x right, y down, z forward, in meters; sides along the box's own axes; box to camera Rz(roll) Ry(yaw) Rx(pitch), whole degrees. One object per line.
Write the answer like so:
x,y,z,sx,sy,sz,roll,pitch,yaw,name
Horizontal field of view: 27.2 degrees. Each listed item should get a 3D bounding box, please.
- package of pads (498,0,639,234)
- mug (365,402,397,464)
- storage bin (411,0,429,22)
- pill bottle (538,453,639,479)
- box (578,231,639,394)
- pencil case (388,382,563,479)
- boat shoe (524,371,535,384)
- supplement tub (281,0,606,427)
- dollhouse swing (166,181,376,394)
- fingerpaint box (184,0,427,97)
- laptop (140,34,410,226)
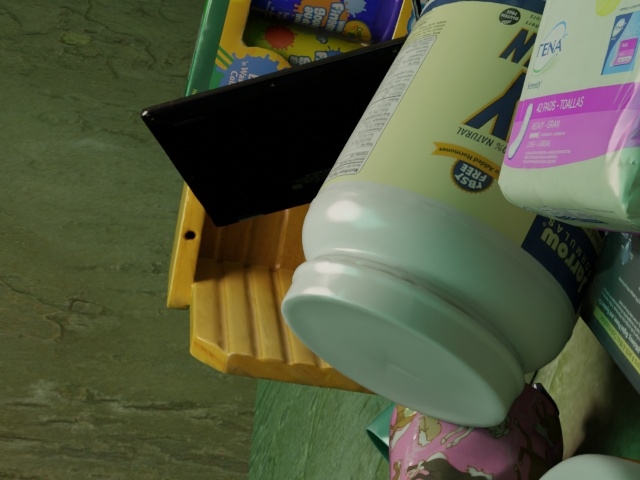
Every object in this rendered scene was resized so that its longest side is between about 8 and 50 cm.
0.219,-0.150,0.834,0.229,0.101,0.296,-160,86,-80,package of pads
0.134,0.221,1.368,0.097,0.157,0.129,-41,-3,-10,mug
0.189,-0.323,1.535,0.180,0.084,0.122,-28,68,51,storage bin
0.213,0.179,0.513,0.152,0.272,0.152,-167,90,-80,pill bottle
0.294,-0.015,0.801,0.395,0.097,0.318,-108,33,-71,box
0.144,0.291,1.066,0.386,0.167,0.160,-90,-6,-48,pencil case
0.189,0.065,1.317,0.079,0.081,0.227,-98,21,-62,boat shoe
0.130,-0.034,1.097,0.324,0.235,0.235,-61,4,-20,supplement tub
0.000,0.000,1.645,0.305,0.347,0.315,-145,65,-81,dollhouse swing
0.041,-0.353,1.797,0.163,0.371,0.444,-99,24,-68,fingerpaint box
0.033,-0.184,1.456,0.408,0.382,0.236,61,-165,-64,laptop
